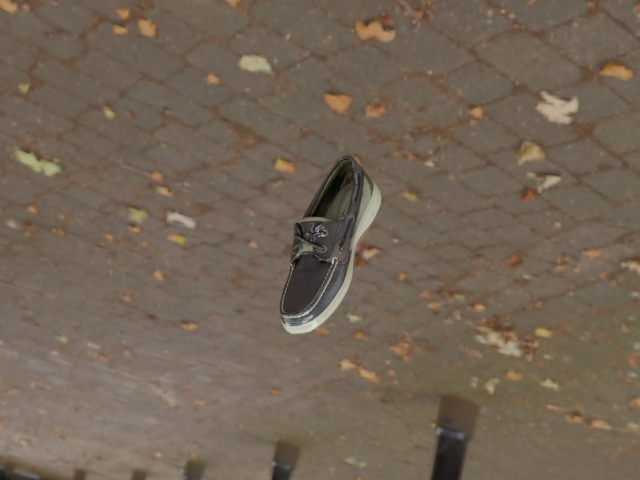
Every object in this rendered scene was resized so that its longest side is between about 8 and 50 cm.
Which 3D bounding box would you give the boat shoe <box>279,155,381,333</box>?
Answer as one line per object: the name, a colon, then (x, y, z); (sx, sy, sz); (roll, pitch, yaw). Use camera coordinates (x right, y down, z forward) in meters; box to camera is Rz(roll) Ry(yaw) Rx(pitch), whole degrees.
boat shoe: (0.000, 0.000, 0.716); (0.056, 0.152, 0.049); (-5, 136, 33)
